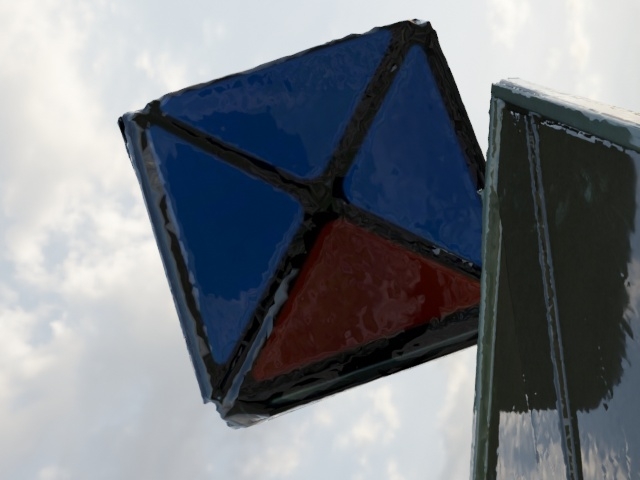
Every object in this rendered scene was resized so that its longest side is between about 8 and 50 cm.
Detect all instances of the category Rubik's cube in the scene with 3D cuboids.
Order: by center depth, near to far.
[{"bbox_3d":[0.000,0.000,0.890,0.250,0.246,0.248,103,149,-80],"label":"Rubik's cube"}]

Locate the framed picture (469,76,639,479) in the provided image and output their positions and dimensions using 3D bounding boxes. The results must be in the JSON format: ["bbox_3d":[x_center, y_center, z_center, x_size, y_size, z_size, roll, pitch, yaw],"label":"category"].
[{"bbox_3d":[0.115,0.089,0.532,0.232,0.024,0.315,-123,33,-72],"label":"framed picture"}]
